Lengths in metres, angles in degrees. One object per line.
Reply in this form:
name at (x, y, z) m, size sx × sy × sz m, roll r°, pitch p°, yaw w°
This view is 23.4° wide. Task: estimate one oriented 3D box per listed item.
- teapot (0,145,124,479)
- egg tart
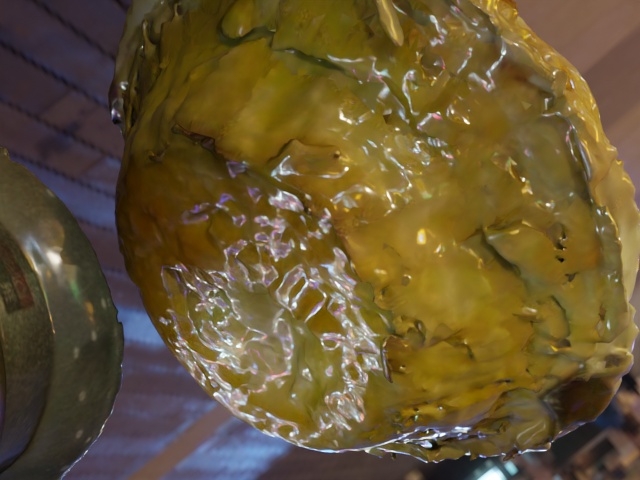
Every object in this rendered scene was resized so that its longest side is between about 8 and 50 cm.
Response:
teapot at (-0.236, 0.028, 0.661) m, size 0.223 × 0.305 × 0.285 m, roll -50°, pitch 166°, yaw 25°
egg tart at (0.000, 0.000, 0.680) m, size 0.116 × 0.295 × 0.295 m, roll -44°, pitch 172°, yaw -38°
